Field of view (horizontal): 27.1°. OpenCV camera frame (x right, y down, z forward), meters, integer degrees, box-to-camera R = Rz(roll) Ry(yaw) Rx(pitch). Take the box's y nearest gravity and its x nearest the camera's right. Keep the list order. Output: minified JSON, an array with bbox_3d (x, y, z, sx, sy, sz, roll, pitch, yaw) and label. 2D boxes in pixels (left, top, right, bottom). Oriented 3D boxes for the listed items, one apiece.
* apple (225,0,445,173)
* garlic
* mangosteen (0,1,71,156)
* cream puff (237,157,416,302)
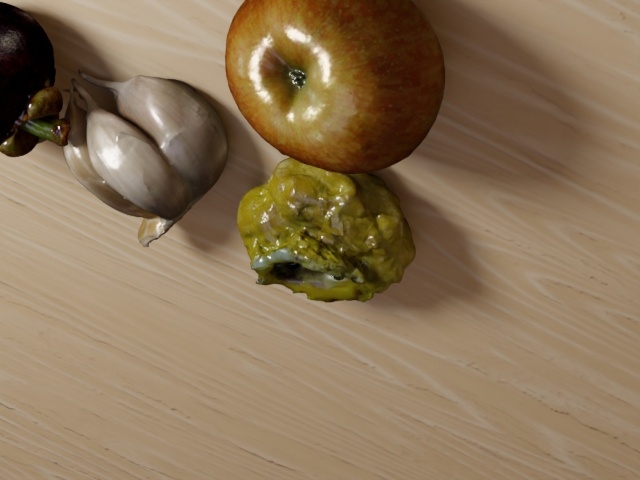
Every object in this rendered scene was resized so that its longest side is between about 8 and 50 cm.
[{"bbox_3d":[0.015,-0.228,1.801,0.309,0.250,0.277,12,121,7],"label":"apple"},{"bbox_3d":[-0.273,-0.138,2.055,0.237,0.210,0.292,15,143,51],"label":"garlic"},{"bbox_3d":[-0.479,-0.227,1.969,0.265,0.228,0.228,40,127,-3],"label":"mangosteen"},{"bbox_3d":[0.002,0.001,2.026,0.282,0.185,0.282,8,124,12],"label":"cream puff"}]
